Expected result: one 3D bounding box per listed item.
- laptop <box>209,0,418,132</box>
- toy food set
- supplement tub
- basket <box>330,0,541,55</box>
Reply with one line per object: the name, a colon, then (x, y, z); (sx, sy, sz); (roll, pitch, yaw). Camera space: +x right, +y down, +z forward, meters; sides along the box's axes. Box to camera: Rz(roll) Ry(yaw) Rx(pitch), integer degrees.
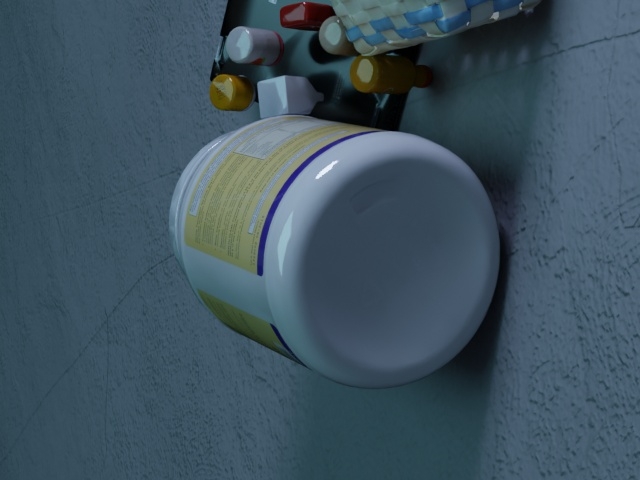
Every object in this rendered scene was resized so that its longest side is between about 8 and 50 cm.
laptop: (0.027, -0.351, 1.797); (0.408, 0.236, 0.382); (27, 112, 32)
toy food set: (-0.002, -0.189, 1.631); (0.232, 0.104, 0.111); (-9, 86, 40)
supplement tub: (0.000, 0.000, 1.533); (0.331, 0.241, 0.241); (19, 102, 63)
basket: (0.078, -0.332, 1.449); (0.254, 0.201, 0.289); (5, 121, 63)
